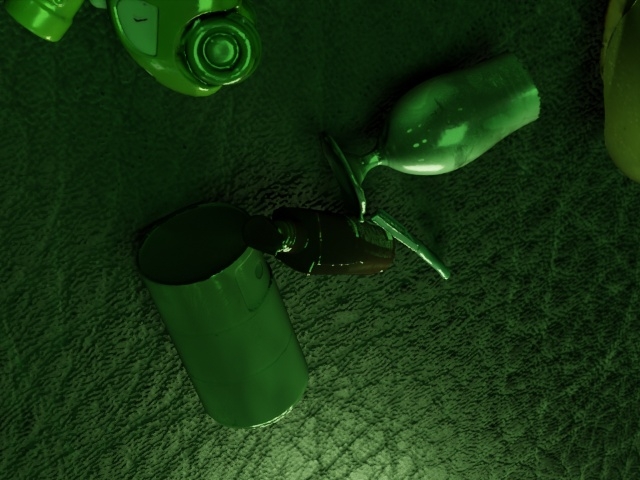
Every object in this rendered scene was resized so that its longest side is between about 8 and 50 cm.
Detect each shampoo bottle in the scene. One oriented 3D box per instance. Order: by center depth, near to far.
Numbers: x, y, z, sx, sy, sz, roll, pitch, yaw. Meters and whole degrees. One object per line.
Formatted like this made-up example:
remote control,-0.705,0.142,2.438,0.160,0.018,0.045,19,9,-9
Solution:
shampoo bottle,0.001,0.002,1.045,0.236,0.068,0.067,8,91,-57

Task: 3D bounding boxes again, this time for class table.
table,-0.099,0.083,1.071,0.126,0.126,0.220,-25,129,-8

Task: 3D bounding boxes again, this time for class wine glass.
wine glass,0.115,-0.112,1.054,0.222,0.103,0.103,-27,130,-5

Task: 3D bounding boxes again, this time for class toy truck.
toy truck,-0.135,-0.230,0.839,0.210,0.148,0.187,20,111,-12

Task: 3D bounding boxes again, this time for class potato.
potato,0.431,-0.208,1.074,0.242,0.242,0.285,-15,112,-16

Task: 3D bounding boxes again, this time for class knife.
knife,0.103,0.002,1.146,0.015,0.028,0.210,-29,148,17
